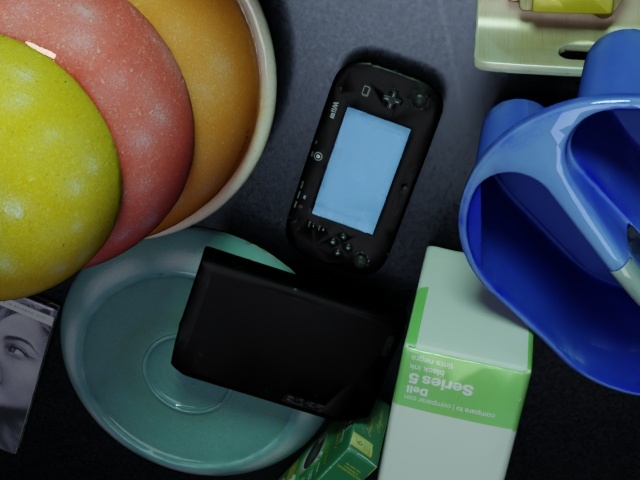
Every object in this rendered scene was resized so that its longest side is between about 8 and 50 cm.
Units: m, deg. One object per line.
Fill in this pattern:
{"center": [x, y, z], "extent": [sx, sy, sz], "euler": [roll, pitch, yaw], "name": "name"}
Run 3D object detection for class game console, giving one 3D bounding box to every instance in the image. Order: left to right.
{"center": [0.000, 0.000, 1.016], "extent": [0.213, 0.044, 0.361], "euler": [17, 110, -6], "name": "game console"}

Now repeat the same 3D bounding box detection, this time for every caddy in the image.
{"center": [0.270, -0.003, 0.877], "extent": [0.241, 0.179, 0.341], "euler": [-33, 117, 33], "name": "caddy"}

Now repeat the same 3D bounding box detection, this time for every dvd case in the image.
{"center": [-0.399, 0.132, 1.201], "extent": [0.164, 0.018, 0.221], "euler": [23, 118, 0], "name": "dvd case"}

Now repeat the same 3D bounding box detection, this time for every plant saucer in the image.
{"center": [-0.138, 0.135, 1.140], "extent": [0.317, 0.044, 0.318], "euler": [4, 116, 8], "name": "plant saucer"}

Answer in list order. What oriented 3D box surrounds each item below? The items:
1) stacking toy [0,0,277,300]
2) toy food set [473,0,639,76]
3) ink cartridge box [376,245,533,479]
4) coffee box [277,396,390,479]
{"center": [-0.244, -0.074, 0.808], "extent": [0.350, 0.480, 0.351], "euler": [4, 116, 8], "name": "stacking toy"}
{"center": [0.237, -0.279, 0.832], "extent": [0.219, 0.092, 0.306], "euler": [4, 116, 9], "name": "toy food set"}
{"center": [0.124, 0.175, 1.018], "extent": [0.114, 0.198, 0.273], "euler": [12, 117, 6], "name": "ink cartridge box"}
{"center": [0.001, 0.254, 1.131], "extent": [0.040, 0.113, 0.184], "euler": [36, 116, -6], "name": "coffee box"}
